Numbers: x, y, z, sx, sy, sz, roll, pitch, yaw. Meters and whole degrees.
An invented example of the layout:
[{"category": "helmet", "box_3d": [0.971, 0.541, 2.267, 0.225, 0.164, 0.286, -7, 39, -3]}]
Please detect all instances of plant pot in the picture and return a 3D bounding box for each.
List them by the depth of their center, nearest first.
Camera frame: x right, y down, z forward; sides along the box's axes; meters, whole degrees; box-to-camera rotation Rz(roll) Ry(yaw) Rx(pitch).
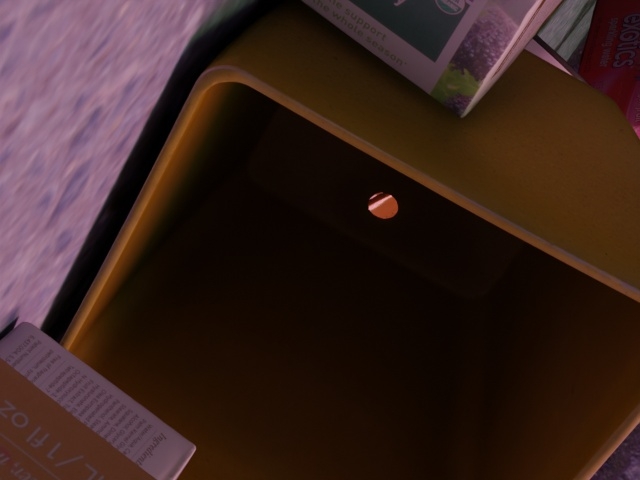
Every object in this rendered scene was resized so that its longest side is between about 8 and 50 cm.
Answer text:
[{"category": "plant pot", "box_3d": [0.029, 0.005, 0.781, 0.212, 0.212, 0.187, -58, -174, 36]}]

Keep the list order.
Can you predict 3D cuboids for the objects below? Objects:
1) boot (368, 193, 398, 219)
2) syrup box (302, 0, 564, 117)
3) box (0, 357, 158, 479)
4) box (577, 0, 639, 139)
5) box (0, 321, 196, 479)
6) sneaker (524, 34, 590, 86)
[{"category": "boot", "box_3d": [0.000, 0.000, 0.983, 0.283, 0.109, 0.220, -41, 164, -15]}, {"category": "syrup box", "box_3d": [0.089, -0.162, 0.730, 0.237, 0.093, 0.096, -49, 173, -42]}, {"category": "box", "box_3d": [-0.122, 0.100, 0.368, 0.170, 0.130, 0.091, -50, 174, -41]}, {"category": "box", "box_3d": [0.299, -0.115, 1.427, 0.300, 0.154, 0.142, -68, 148, -51]}, {"category": "box", "box_3d": [-0.120, 0.109, 0.676, 0.102, 0.087, 0.101, -47, 172, -48]}, {"category": "sneaker", "box_3d": [0.092, -0.060, 1.285, 0.178, 0.124, 0.295, -47, -178, 0]}]
